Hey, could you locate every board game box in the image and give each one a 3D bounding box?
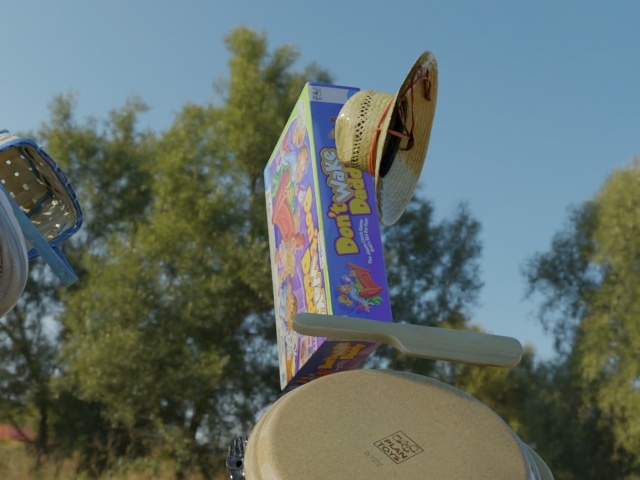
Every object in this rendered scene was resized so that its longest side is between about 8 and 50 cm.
[{"bbox_3d":[0.000,0.000,1.132,0.078,0.347,0.233,3,-27,-18],"label":"board game box"}]

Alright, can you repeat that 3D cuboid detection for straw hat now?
[{"bbox_3d":[0.046,-0.089,0.694,0.061,0.145,0.144,16,-12,19],"label":"straw hat"}]

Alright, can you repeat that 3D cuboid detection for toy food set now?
[{"bbox_3d":[0.034,0.101,0.349,0.132,0.039,0.192,8,27,2],"label":"toy food set"}]

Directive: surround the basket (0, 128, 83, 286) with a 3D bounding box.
[{"bbox_3d":[-0.553,-0.066,1.537,0.289,0.201,0.255,49,-13,47],"label":"basket"}]

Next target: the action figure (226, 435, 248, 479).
[{"bbox_3d":[-0.038,0.412,1.371,0.164,0.141,0.276,-6,-43,24],"label":"action figure"}]

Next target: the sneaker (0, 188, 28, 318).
[{"bbox_3d":[-0.272,-0.045,0.478,0.281,0.105,0.115,59,-6,-32],"label":"sneaker"}]
